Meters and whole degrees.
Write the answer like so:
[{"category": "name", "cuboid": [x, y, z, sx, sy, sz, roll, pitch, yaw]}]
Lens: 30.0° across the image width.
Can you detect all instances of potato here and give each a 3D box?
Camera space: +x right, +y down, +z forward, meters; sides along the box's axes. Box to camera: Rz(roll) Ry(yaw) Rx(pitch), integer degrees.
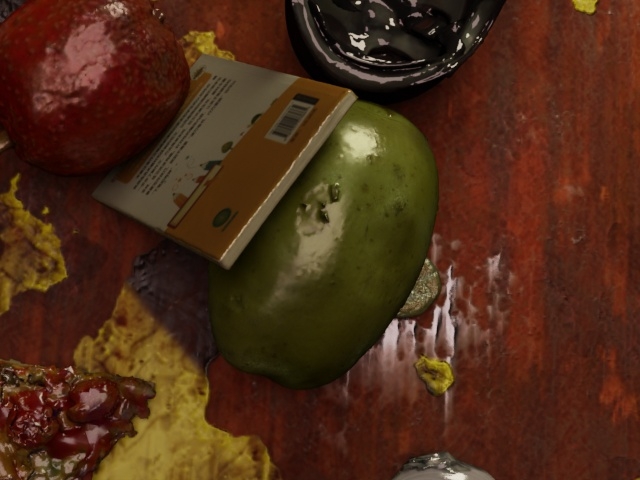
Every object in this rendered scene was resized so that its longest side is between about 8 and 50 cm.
[{"category": "potato", "cuboid": [0.001, 0.000, 1.222, 0.216, 0.216, 0.304, 23, 90, 3]}]

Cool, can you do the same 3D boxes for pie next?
[{"category": "pie", "cuboid": [0.091, 0.047, 1.308, 0.085, 0.017, 0.085, 0, 77, -2]}]

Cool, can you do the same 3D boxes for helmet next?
[{"category": "helmet", "cuboid": [0.080, -0.279, 1.289, 0.225, 0.177, 0.305, 30, 76, -1]}]

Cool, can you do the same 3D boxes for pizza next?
[{"category": "pizza", "cuboid": [-0.269, 0.182, 1.253, 0.193, 0.053, 0.201, -31, 82, -7]}]

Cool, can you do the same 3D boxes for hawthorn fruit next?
[{"category": "hawthorn fruit", "cuboid": [-0.264, -0.161, 1.251, 0.253, 0.205, 0.205, -38, 83, -1]}]

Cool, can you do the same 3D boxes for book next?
[{"category": "book", "cuboid": [-0.109, -0.092, 1.217, 0.020, 0.295, 0.208, 43, 79, -35]}]

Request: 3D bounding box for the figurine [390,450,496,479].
[{"category": "figurine", "cuboid": [0.116, 0.306, 1.211, 0.208, 0.128, 0.184, -1, 82, 6]}]
